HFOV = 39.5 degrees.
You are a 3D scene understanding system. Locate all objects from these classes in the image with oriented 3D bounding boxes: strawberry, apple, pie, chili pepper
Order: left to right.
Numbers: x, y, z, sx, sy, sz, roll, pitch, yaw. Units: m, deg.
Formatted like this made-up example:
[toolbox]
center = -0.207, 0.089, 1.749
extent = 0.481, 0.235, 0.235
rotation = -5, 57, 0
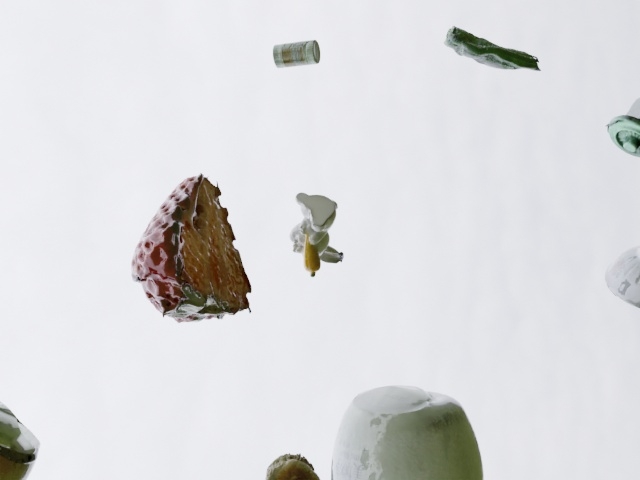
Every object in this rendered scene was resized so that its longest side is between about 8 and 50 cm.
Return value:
[apple]
center = -0.590, 0.369, 1.531
extent = 0.188, 0.207, 0.173
rotation = 157, 111, -79
[strawberry]
center = -0.263, 0.024, 1.645
extent = 0.253, 0.150, 0.280
rotation = 2, -111, -67
[pie]
center = -0.065, 0.626, 2.207
extent = 0.163, 0.079, 0.193
rotation = -42, -71, -22
[chili pepper]
center = 0.387, -0.420, 2.003
extent = 0.098, 0.224, 0.061
rotation = -104, 34, -74

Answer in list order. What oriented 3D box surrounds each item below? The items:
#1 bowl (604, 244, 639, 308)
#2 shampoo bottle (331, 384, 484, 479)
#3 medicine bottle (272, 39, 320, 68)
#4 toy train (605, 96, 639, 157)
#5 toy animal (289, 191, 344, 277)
[bowl]
center = 0.679, 0.056, 1.795
extent = 0.189, 0.189, 0.086
rotation = -47, -31, -46
[shampoo bottle]
center = 0.183, 0.474, 1.885
extent = 0.322, 0.322, 0.317
rotation = 0, -91, -55
[medicine bottle]
center = -0.046, -0.357, 1.707
extent = 0.047, 0.083, 0.047
rotation = -3, -90, -71
[toy train]
center = 0.452, -0.131, 0.985
extent = 0.177, 0.285, 0.116
rotation = 40, -108, -6
[toy animal]
center = 0.000, 0.000, 1.779
extent = 0.127, 0.131, 0.181
rotation = -21, -36, -25
